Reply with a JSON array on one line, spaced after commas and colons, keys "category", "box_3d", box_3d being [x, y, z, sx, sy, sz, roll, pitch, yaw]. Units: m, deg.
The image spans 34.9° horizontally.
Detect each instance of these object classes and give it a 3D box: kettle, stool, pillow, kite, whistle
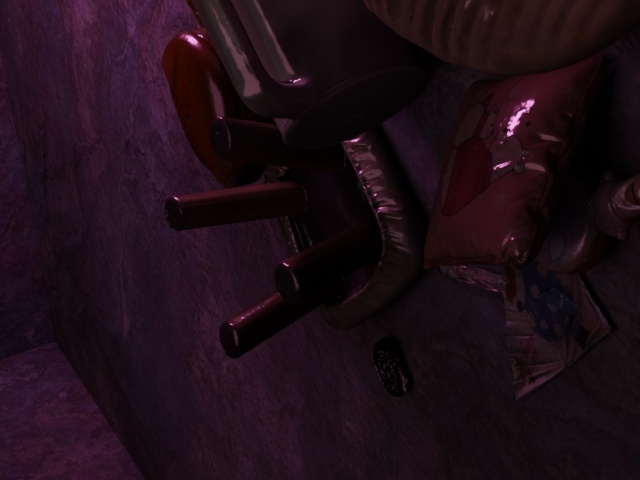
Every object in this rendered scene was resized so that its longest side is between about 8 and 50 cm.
[{"category": "kettle", "box_3d": [-0.029, -0.296, 1.249, 0.318, 0.205, 0.265, 66, -172, 11]}, {"category": "stool", "box_3d": [-0.040, -0.022, 1.447, 0.310, 0.226, 0.310, 64, 145, 15]}, {"category": "pillow", "box_3d": [0.192, -0.076, 1.067, 0.223, 0.084, 0.236, 5, 73, 67]}, {"category": "kite", "box_3d": [0.237, 0.056, 1.225, 0.314, 0.011, 0.335, 24, 127, 57]}, {"category": "whistle", "box_3d": [0.281, -0.029, 1.037, 0.220, 0.057, 0.107, -30, 66, 59]}]

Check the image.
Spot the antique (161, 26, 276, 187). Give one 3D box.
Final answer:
[{"category": "antique", "box_3d": [-0.160, -0.227, 1.672, 0.278, 0.129, 0.223, 59, 151, 23]}]

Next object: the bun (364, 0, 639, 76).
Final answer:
[{"category": "bun", "box_3d": [0.163, -0.311, 0.893, 0.362, 0.234, 0.326, 26, 137, 35]}]

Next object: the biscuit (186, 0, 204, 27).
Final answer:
[{"category": "biscuit", "box_3d": [-0.162, -0.395, 1.643, 0.231, 0.025, 0.131, 11, 137, 59]}]

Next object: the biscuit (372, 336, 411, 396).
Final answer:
[{"category": "biscuit", "box_3d": [0.108, 0.191, 1.541, 0.087, 0.027, 0.089, 50, 147, 38]}]
